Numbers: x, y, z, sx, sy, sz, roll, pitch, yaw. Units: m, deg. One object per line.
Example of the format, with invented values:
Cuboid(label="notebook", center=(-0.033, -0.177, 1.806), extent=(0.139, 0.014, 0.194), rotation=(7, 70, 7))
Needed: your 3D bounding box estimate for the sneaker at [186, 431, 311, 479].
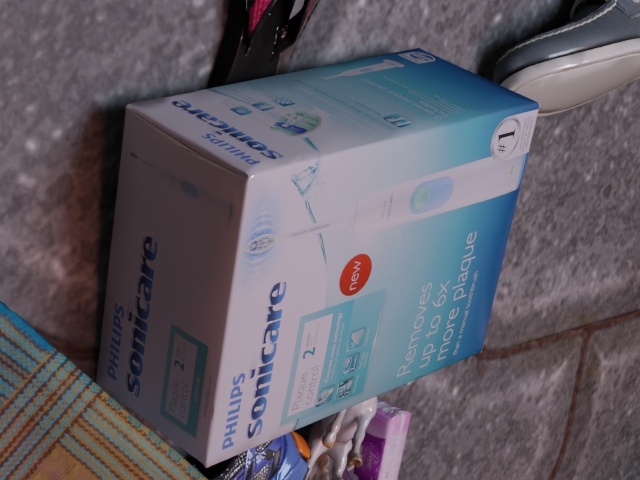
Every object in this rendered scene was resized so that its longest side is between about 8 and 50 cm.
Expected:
Cuboid(label="sneaker", center=(-0.101, 0.211, 1.136), extent=(0.087, 0.083, 0.221), rotation=(50, 63, -34))

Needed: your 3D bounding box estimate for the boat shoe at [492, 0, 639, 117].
Cuboid(label="boat shoe", center=(0.257, -0.190, 1.358), extent=(0.319, 0.116, 0.099), rotation=(-20, 78, -34))

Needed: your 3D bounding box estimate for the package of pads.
Cuboid(label="package of pads", center=(0.044, 0.174, 1.291), extent=(0.032, 0.050, 0.083), rotation=(-4, 110, -48))

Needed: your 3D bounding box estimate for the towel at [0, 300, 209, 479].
Cuboid(label="towel", center=(-0.193, 0.191, 0.845), extent=(0.271, 0.370, 0.040), rotation=(-51, -177, -21))

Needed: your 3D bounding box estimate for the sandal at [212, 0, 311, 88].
Cuboid(label="sandal", center=(-0.032, -0.156, 1.061), extent=(0.067, 0.040, 0.179), rotation=(-1, 107, -48))

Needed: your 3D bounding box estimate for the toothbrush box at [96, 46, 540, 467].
Cuboid(label="toothbrush box", center=(0.000, 0.000, 1.089), extent=(0.295, 0.126, 0.216), rotation=(-15, 125, -43))

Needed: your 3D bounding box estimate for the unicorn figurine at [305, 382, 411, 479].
Cuboid(label="unicorn figurine", center=(0.026, 0.140, 1.214), extent=(0.060, 0.162, 0.111), rotation=(38, 40, -16))
